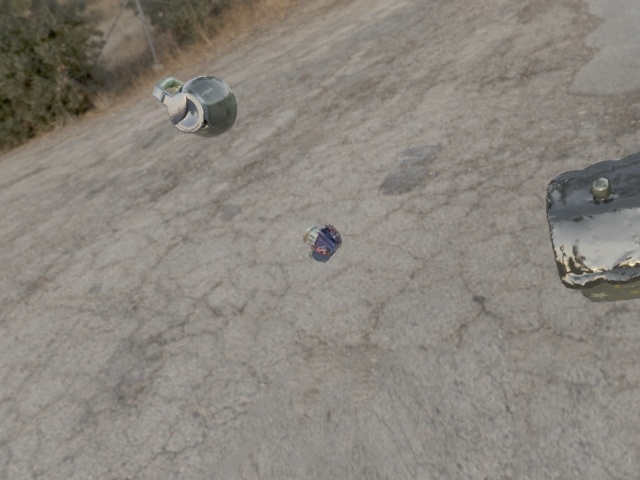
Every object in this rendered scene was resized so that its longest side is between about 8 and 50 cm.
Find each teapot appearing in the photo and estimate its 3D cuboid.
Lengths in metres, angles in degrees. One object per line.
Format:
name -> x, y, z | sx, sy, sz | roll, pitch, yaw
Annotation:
teapot -> -0.138, -0.147, 0.536 | 0.088, 0.066, 0.057 | 34, 29, 3

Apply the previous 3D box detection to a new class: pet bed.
pet bed -> 0.429, -0.025, 0.669 | 0.210, 0.159, 0.183 | -13, 62, 36

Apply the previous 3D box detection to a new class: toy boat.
toy boat -> 0.000, 0.000, 0.466 | 0.038, 0.038, 0.083 | -24, -8, -5
